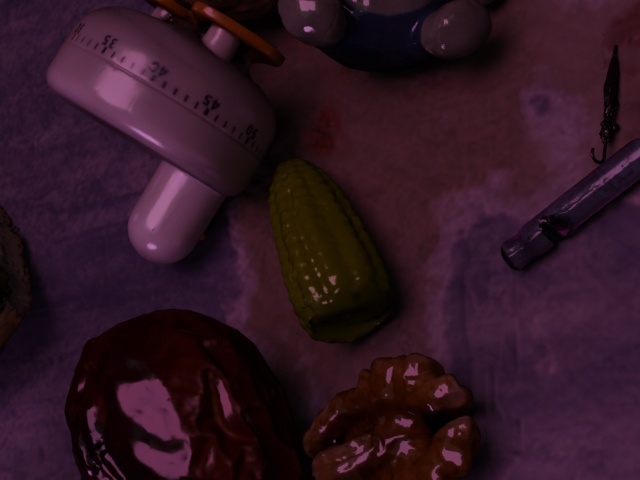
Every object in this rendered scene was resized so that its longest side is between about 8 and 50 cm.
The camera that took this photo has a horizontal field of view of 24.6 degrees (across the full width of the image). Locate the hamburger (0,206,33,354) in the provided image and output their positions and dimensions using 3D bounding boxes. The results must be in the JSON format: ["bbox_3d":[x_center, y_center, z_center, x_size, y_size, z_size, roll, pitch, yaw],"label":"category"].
[{"bbox_3d":[-0.439,0.063,1.631,0.211,0.132,0.309,-49,42,12],"label":"hamburger"}]

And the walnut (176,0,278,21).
[{"bbox_3d":[-0.114,-0.335,1.528,0.198,0.198,0.245,-52,47,7],"label":"walnut"}]

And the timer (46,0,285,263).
[{"bbox_3d":[-0.165,-0.115,1.457,0.233,0.233,0.240,29,87,39],"label":"timer"}]

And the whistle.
[{"bbox_3d":[0.230,-0.035,1.274,0.176,0.033,0.033,-40,54,17],"label":"whistle"}]

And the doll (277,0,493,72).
[{"bbox_3d":[0.062,-0.289,1.418,0.228,0.154,0.258,3,79,1],"label":"doll"}]

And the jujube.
[{"bbox_3d":[-0.107,0.231,1.311,0.216,0.216,0.342,-28,64,24],"label":"jujube"}]

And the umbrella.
[{"bbox_3d":[0.256,-0.119,1.300,0.013,0.022,0.122,-24,45,55],"label":"umbrella"}]

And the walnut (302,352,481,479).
[{"bbox_3d":[0.067,0.176,1.282,0.170,0.069,0.143,-27,60,26],"label":"walnut"}]

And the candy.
[{"bbox_3d":[0.000,0.000,1.387,0.097,0.097,0.209,-36,49,18],"label":"candy"}]
